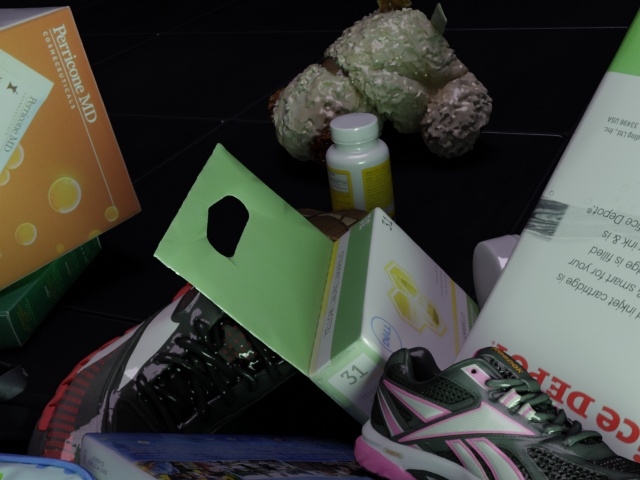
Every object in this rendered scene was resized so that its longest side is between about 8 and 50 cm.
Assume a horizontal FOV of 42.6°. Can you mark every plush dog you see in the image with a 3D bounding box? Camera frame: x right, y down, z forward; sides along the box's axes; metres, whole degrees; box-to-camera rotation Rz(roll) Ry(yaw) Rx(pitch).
[{"bbox_3d":[0.044,-0.181,1.007,0.225,0.211,0.262,-38,33,-6],"label":"plush dog"}]

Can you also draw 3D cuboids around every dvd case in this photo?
[{"bbox_3d":[0.015,0.132,0.397,0.180,0.022,0.253,12,-5,-37],"label":"dvd case"}]

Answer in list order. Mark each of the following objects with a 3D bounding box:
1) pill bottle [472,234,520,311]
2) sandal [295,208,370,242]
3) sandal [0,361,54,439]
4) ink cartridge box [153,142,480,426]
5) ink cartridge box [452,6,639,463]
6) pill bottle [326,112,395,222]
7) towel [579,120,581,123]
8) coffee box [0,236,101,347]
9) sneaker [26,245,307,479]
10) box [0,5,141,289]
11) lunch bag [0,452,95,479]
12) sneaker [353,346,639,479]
[{"bbox_3d":[0.214,0.022,0.620,0.180,0.108,0.108,-12,27,-7],"label":"pill bottle"},{"bbox_3d":[0.000,0.000,0.799,0.072,0.049,0.180,-20,14,-33],"label":"sandal"},{"bbox_3d":[-0.225,0.097,0.522,0.097,0.055,0.254,4,-12,2],"label":"sandal"},{"bbox_3d":[0.017,0.030,0.550,0.056,0.235,0.171,-39,18,24],"label":"ink cartridge box"},{"bbox_3d":[0.227,0.012,0.456,0.114,0.273,0.198,24,4,-40],"label":"ink cartridge box"},{"bbox_3d":[0.040,-0.066,0.830,0.065,0.116,0.065,-6,28,3],"label":"pill bottle"},{"bbox_3d":[0.465,-0.117,0.740,0.320,0.090,0.374,-32,33,-1],"label":"towel"},{"bbox_3d":[-0.305,0.041,0.807,0.113,0.041,0.184,-5,27,12],"label":"coffee box"},{"bbox_3d":[-0.081,0.082,0.560,0.135,0.098,0.276,-32,8,40],"label":"sneaker"},{"bbox_3d":[-0.371,-0.054,0.735,0.168,0.215,0.345,13,37,43],"label":"box"},{"bbox_3d":[-0.210,0.186,0.403,0.218,0.090,0.176,2,45,19],"label":"lunch bag"},{"bbox_3d":[0.091,0.093,0.407,0.178,0.077,0.072,6,-4,39],"label":"sneaker"}]
